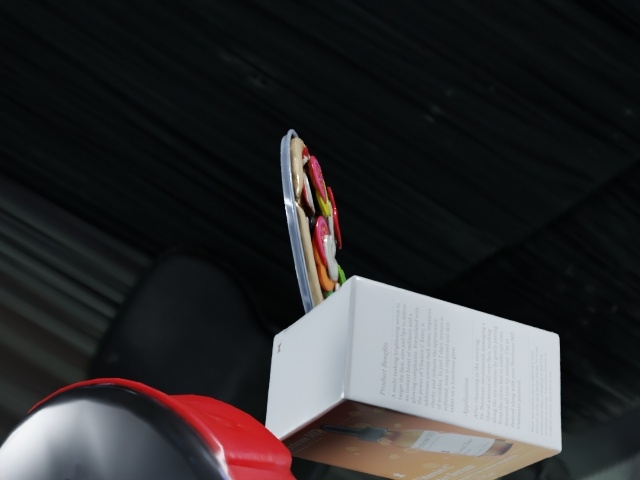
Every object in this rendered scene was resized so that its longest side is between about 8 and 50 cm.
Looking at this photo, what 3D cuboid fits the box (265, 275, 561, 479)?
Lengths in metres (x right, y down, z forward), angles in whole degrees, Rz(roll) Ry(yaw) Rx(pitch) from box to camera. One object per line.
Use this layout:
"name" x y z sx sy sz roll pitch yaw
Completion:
"box" 0.064 0.108 0.938 0.130 0.170 0.091 -41 39 54

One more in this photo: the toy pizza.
"toy pizza" 0.000 0.000 1.164 0.032 0.201 0.201 -10 29 5

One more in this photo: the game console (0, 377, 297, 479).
"game console" -0.054 0.273 0.390 0.342 0.060 0.386 -48 60 21
